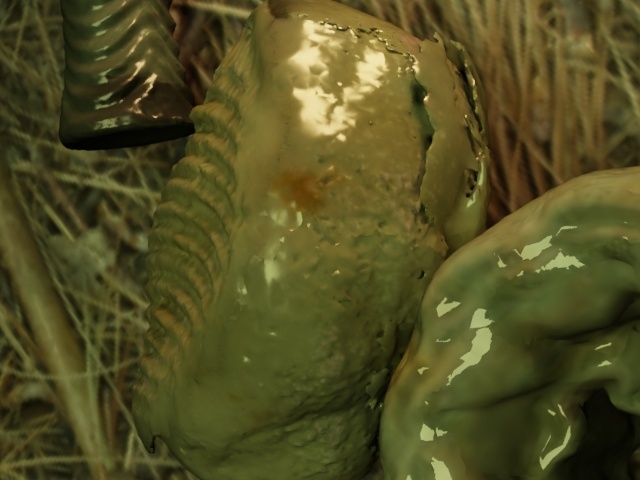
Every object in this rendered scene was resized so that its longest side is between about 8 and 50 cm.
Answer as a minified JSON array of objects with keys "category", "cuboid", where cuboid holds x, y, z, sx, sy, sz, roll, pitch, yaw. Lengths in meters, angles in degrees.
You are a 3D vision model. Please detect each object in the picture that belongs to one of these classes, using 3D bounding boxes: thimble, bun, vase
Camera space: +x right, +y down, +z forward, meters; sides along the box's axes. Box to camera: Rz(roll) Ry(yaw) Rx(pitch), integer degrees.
[{"category":"thimble","cuboid":[0.175,0.116,0.801,0.291,0.195,0.291,-1,87,33]},{"category":"bun","cuboid":[0.000,0.000,0.909,0.141,0.239,0.239,15,90,-17]},{"category":"vase","cuboid":[-0.115,-0.170,1.030,0.115,0.115,0.237,-8,87,27]}]
